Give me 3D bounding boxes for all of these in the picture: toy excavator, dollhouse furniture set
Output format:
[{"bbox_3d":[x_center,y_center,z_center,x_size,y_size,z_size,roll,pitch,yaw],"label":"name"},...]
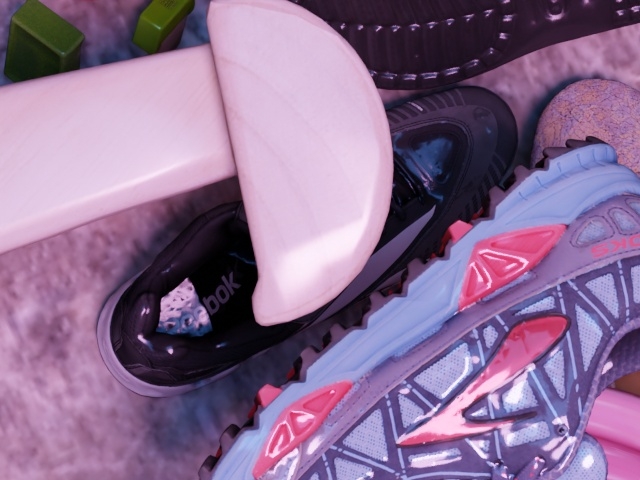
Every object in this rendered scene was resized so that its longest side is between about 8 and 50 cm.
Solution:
[{"bbox_3d":[-0.221,0.084,0.655,0.433,0.222,0.445,14,92,-1],"label":"toy excavator"},{"bbox_3d":[-0.091,-0.133,0.815,0.076,0.058,0.152,35,65,4],"label":"dollhouse furniture set"}]

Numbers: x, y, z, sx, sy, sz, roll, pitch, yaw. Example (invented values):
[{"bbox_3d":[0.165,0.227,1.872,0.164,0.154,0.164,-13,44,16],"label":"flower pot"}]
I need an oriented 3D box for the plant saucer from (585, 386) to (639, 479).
[{"bbox_3d":[0.099,0.225,0.728,0.332,0.084,0.332,-1,87,26],"label":"plant saucer"}]

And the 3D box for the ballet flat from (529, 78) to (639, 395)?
[{"bbox_3d":[0.181,0.069,0.790,0.107,0.106,0.316,-14,89,-15],"label":"ballet flat"}]

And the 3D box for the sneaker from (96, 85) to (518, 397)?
[{"bbox_3d":[0.000,0.000,0.774,0.234,0.106,0.078,-32,89,-6],"label":"sneaker"}]

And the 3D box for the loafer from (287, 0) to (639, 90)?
[{"bbox_3d":[0.086,-0.132,0.815,0.220,0.078,0.080,-8,122,4],"label":"loafer"}]

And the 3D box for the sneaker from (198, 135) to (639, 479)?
[{"bbox_3d":[0.054,0.078,0.638,0.262,0.104,0.125,-42,74,-8],"label":"sneaker"}]
